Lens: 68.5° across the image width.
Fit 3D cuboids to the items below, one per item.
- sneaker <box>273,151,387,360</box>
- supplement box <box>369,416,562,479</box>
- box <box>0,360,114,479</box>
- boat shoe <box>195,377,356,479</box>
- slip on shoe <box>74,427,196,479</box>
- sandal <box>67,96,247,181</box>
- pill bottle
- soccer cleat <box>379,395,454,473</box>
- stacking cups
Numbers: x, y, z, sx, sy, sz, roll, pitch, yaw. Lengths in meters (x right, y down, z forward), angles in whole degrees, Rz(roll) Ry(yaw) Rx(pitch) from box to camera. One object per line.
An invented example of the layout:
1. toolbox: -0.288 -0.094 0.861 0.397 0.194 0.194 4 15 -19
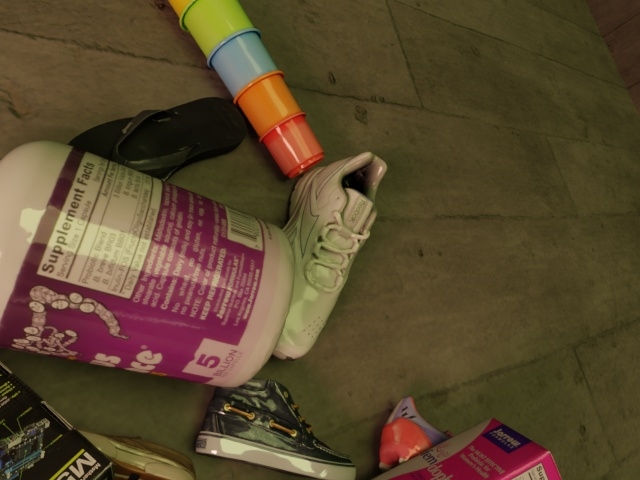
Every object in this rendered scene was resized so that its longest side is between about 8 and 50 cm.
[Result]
1. sneaker: 0.000 0.000 0.574 0.111 0.129 0.297 32 55 -23
2. supplement box: 0.133 0.293 0.481 0.220 0.111 0.114 -21 90 -11
3. box: -0.274 0.168 0.304 0.184 0.045 0.191 36 46 9
4. boat shoe: -0.035 0.199 0.498 0.183 0.065 0.083 25 58 -24
5. slip on shoe: -0.174 0.195 0.418 0.135 0.051 0.041 25 17 -15
6. sandal: -0.184 -0.114 0.539 0.097 0.054 0.254 51 50 -6
7. pill bottle: -0.188 0.018 0.402 0.301 0.169 0.169 21 59 -27
8. soccer cleat: 0.176 0.303 0.600 0.248 0.083 0.095 40 47 -11
9. stacking cups: -0.102 -0.232 0.628 0.096 0.096 0.316 -32 90 -41
